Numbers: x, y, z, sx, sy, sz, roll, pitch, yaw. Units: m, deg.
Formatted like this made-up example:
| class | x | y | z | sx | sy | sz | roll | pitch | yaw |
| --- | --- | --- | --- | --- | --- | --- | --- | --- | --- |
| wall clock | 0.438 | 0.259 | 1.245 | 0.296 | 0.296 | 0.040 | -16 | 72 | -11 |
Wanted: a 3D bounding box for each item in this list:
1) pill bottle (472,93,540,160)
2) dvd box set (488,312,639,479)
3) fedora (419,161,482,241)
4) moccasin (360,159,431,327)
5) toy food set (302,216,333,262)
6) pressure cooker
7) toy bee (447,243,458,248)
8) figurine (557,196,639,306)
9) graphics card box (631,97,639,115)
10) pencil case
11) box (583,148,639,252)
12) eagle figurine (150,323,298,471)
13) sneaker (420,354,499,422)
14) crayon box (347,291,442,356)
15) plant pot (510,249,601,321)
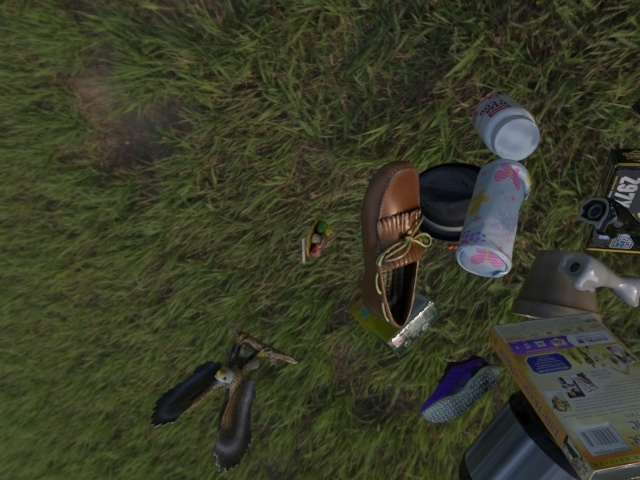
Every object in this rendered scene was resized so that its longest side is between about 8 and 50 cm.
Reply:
| class | x | y | z | sx | sy | sz | roll | pitch | yaw |
| --- | --- | --- | --- | --- | --- | --- | --- | --- | --- |
| pill bottle | 0.609 | -0.375 | 1.481 | 0.160 | 0.283 | 0.160 | 2 | 120 | 4 |
| dvd box set | 0.643 | 0.346 | 1.070 | 0.307 | 0.420 | 0.062 | -6 | 123 | -8 |
| fedora | 0.449 | -0.155 | 1.549 | 0.334 | 0.152 | 0.334 | -7 | 73 | 23 |
| moccasin | 0.159 | 0.019 | 0.949 | 0.147 | 0.139 | 0.380 | 41 | 134 | 50 |
| toy food set | 0.000 | 0.000 | 1.667 | 0.071 | 0.218 | 0.128 | 11 | 121 | 15 |
| pressure cooker | 0.630 | 0.706 | 1.342 | 0.370 | 0.375 | 0.420 | 22 | 109 | -23 |
| toy bee | 0.554 | -0.036 | 1.843 | 0.195 | 0.298 | 0.162 | -1 | 102 | 36 |
| figurine | 0.681 | 0.034 | 1.024 | 0.209 | 0.092 | 0.215 | 19 | 93 | -13 |
| graphics card box | 0.944 | -0.434 | 1.025 | 0.094 | 0.233 | 0.371 | 36 | 104 | -6 |
| pencil case | 0.389 | -0.052 | 1.000 | 0.124 | 0.273 | 0.113 | 36 | 151 | -16 |
| box | 0.873 | -0.094 | 1.182 | 0.257 | 0.079 | 0.322 | 6 | 141 | 19 |
| eagle figurine | -0.241 | 0.368 | 1.112 | 0.226 | 0.298 | 0.225 | 12 | 155 | 44 |
| sneaker | 0.457 | 0.498 | 1.539 | 0.293 | 0.146 | 0.102 | -34 | 116 | 0 |
| crayon box | 0.244 | 0.247 | 1.551 | 0.202 | 0.318 | 0.081 | -42 | 112 | -7 |
| plant pot | 0.962 | 0.192 | 1.805 | 0.323 | 0.323 | 0.280 | 11 | 85 | 22 |
